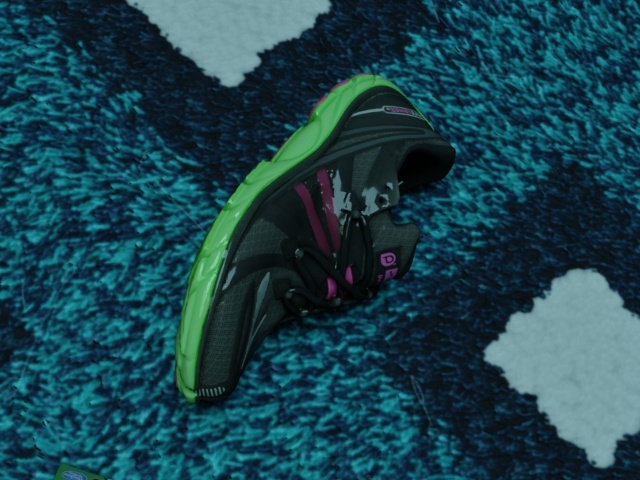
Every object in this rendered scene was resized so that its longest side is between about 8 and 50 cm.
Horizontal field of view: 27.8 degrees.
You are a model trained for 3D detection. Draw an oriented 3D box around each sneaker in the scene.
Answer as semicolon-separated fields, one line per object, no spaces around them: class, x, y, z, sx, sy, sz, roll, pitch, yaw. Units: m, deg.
sneaker;0.000;0.000;1.504;0.202;0.185;0.483;33;64;10

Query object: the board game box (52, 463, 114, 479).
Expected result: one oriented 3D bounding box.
board game box;-0.152;0.358;1.318;0.317;0.046;0.213;18;30;-1
